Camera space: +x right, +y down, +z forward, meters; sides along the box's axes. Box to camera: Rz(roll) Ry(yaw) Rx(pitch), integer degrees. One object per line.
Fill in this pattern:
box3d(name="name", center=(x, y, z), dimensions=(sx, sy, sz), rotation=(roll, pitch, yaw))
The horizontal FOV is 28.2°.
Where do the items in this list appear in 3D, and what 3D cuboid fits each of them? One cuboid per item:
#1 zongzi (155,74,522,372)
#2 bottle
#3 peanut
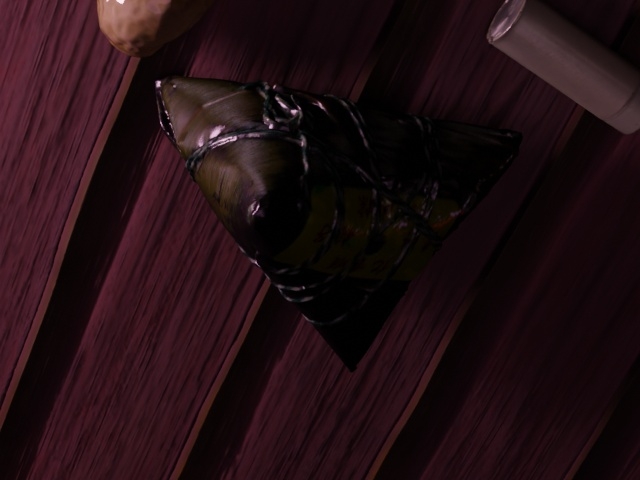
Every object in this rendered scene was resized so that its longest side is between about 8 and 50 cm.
box3d(name="zongzi", center=(0.000, 0.000, 1.464), dimensions=(0.383, 0.319, 0.362), rotation=(8, 119, -26))
box3d(name="bottle", center=(0.287, -0.200, 1.431), dimensions=(0.201, 0.072, 0.072), rotation=(31, 114, -17))
box3d(name="peanut", center=(-0.149, -0.310, 1.344), dimensions=(0.125, 0.111, 0.274), rotation=(33, 114, -13))
